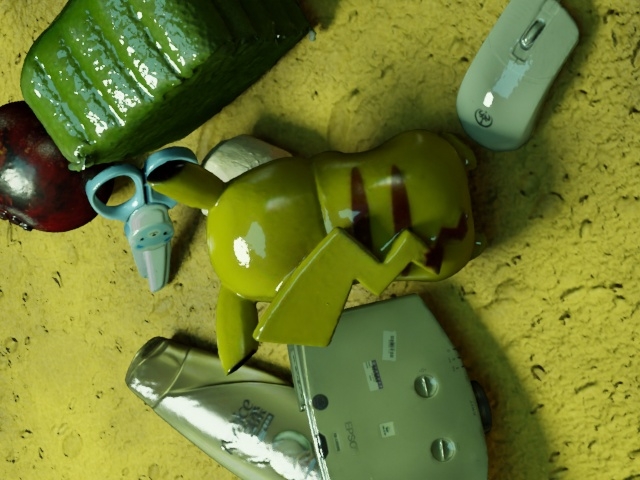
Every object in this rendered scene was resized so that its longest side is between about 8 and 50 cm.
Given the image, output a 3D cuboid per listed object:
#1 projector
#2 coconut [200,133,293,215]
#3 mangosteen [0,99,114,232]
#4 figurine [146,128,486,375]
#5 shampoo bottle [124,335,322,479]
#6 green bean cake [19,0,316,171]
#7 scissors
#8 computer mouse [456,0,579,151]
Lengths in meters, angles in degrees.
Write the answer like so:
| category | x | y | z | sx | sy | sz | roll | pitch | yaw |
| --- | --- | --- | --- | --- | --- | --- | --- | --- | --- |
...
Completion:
| category | x | y | z | sx | sy | sz | roll | pitch | yaw |
| --- | --- | --- | --- | --- | --- | --- | --- | --- | --- |
| projector | 0.081 | 0.200 | 1.357 | 0.193 | 0.088 | 0.270 | -12 | 81 | -12 |
| coconut | -0.071 | -0.054 | 1.408 | 0.124 | 0.110 | 0.110 | 28 | 114 | 26 |
| mangosteen | -0.320 | -0.107 | 1.501 | 0.199 | 0.200 | 0.200 | 7 | 106 | 26 |
| figurine | 0.007 | -0.002 | 1.286 | 0.326 | 0.169 | 0.218 | -11 | 97 | -2 |
| shampoo bottle | -0.069 | 0.218 | 1.483 | 0.350 | 0.084 | 0.126 | 28 | 88 | 20 |
| green bean cake | -0.166 | -0.204 | 1.336 | 0.250 | 0.247 | 0.156 | -34 | 87 | 31 |
| scissors | -0.196 | -0.015 | 1.446 | 0.256 | 0.125 | 0.030 | 96 | 152 | -56 |
| computer mouse | 0.196 | -0.169 | 1.267 | 0.089 | 0.056 | 0.182 | 33 | 115 | 12 |
